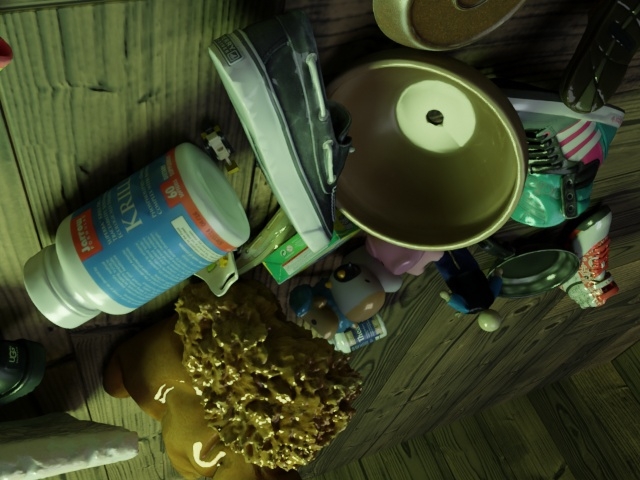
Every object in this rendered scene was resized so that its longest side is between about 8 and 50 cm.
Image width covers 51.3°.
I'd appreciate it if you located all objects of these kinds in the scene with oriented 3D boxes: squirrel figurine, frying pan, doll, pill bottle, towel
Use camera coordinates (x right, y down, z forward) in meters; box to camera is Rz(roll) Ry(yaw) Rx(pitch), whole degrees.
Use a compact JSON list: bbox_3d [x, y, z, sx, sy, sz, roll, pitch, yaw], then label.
[{"bbox_3d":[-0.111,0.265,0.955,0.280,0.371,0.397,-7,150,-32],"label":"squirrel figurine"},{"bbox_3d":[0.381,0.052,1.361,0.326,0.053,0.197,12,142,-26],"label":"frying pan"},{"bbox_3d":[0.251,0.067,1.126,0.129,0.189,0.046,-15,151,-19],"label":"doll"},{"bbox_3d":[-0.198,0.002,0.710,0.221,0.124,0.124,-31,152,8],"label":"pill bottle"},{"bbox_3d":[0.063,0.177,1.292,0.120,0.067,0.067,-23,152,-5],"label":"pill bottle"},{"bbox_3d":[-0.468,0.298,0.935,0.331,0.054,0.317,-2,173,-37],"label":"towel"}]

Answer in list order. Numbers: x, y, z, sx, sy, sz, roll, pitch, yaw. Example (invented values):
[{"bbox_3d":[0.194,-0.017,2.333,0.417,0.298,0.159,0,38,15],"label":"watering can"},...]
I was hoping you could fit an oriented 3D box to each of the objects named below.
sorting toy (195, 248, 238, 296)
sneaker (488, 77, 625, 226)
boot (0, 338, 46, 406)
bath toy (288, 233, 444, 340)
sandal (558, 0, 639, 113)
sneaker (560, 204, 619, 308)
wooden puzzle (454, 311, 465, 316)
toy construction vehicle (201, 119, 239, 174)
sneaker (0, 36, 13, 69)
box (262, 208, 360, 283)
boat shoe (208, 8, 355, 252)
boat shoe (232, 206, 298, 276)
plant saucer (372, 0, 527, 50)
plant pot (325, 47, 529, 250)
[{"bbox_3d":[-0.131,0.029,0.864,0.044,0.075,0.083,6,140,-45],"label":"sorting toy"},{"bbox_3d":[0.282,-0.108,0.876,0.295,0.123,0.179,0,110,-41],"label":"sneaker"},{"bbox_3d":[-0.484,0.162,0.786,0.246,0.094,0.207,-28,147,24],"label":"boot"},{"bbox_3d":[0.105,0.009,0.983,0.129,0.151,0.348,34,121,-22],"label":"bath toy"},{"bbox_3d":[0.339,-0.242,0.762,0.090,0.060,0.219,32,92,-26],"label":"sandal"},{"bbox_3d":[0.579,0.045,1.396,0.090,0.145,0.270,-31,157,-20],"label":"sneaker"},{"bbox_3d":[0.353,0.161,1.574,0.083,0.006,0.049,-15,151,-20],"label":"wooden puzzle"},{"bbox_3d":[-0.082,-0.117,0.705,0.085,0.035,0.098,-33,150,-1],"label":"toy construction vehicle"},{"bbox_3d":[-0.274,-0.120,0.483,0.094,0.082,0.208,-8,147,-34],"label":"sneaker"},{"bbox_3d":[0.000,0.000,0.898,0.105,0.043,0.179,-37,178,19],"label":"box"},{"bbox_3d":[-0.014,-0.097,0.667,0.102,0.108,0.301,-28,143,-5],"label":"boat shoe"},{"bbox_3d":[-0.073,-0.003,0.900,0.153,0.048,0.056,-38,177,35],"label":"boat shoe"},{"bbox_3d":[0.126,-0.219,0.556,0.168,0.029,0.168,-19,153,-10],"label":"plant saucer"},{"bbox_3d":[0.114,-0.112,0.733,0.110,0.237,0.237,-56,177,-43],"label":"plant pot"}]
